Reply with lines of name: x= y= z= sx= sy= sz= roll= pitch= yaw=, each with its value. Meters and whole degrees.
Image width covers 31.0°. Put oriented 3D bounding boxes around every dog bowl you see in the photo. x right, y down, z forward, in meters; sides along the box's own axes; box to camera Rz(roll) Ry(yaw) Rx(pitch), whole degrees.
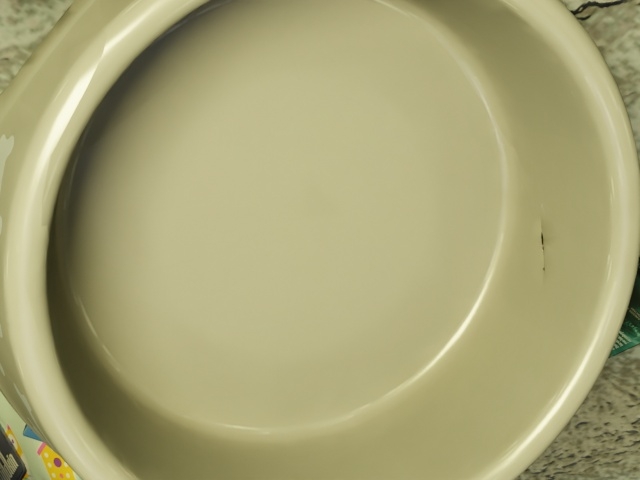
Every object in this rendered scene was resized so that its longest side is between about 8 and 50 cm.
dog bowl: x=0.000 y=0.000 z=0.563 sx=0.348 sy=0.102 sz=0.349 roll=-5 pitch=107 yaw=-17

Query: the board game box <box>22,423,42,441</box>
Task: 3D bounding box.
board game box: x=-0.054 y=0.074 z=0.706 sx=0.210 sy=0.160 sz=0.047 roll=22 pitch=146 yaw=-14

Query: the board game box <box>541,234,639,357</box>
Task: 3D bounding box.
board game box: x=0.141 y=0.028 z=0.770 sx=0.126 sy=0.026 sz=0.186 roll=-31 pitch=128 yaw=29

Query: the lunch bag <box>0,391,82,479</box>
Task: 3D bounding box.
lunch bag: x=-0.140 y=0.142 z=0.797 sx=0.262 sy=0.160 sz=0.223 roll=29 pitch=135 yaw=-11
